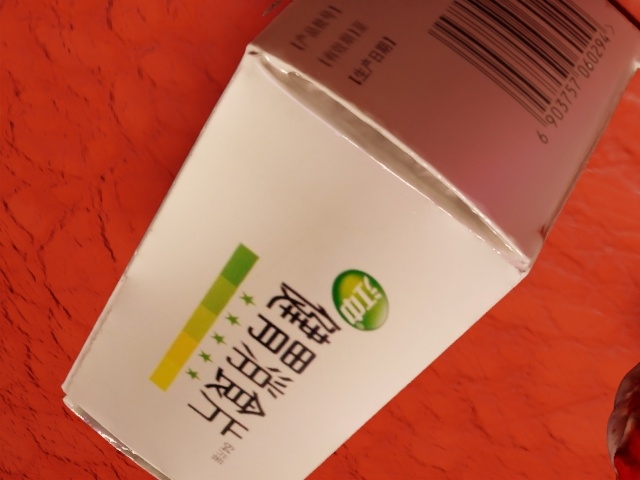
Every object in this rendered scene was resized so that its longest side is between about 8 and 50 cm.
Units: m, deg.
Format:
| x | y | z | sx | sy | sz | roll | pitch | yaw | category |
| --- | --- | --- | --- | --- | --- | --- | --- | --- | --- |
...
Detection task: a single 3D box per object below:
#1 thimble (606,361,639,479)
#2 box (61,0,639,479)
| x | y | z | sx | sy | sz | roll | pitch | yaw | category |
| --- | --- | --- | --- | --- | --- | --- | --- | --- | --- |
| 0.234 | 0.114 | 0.528 | 0.189 | 0.163 | 0.125 | -6 | 121 | 50 | thimble |
| -0.001 | 0.001 | 0.590 | 0.145 | 0.173 | 0.333 | 39 | 139 | 1 | box |
